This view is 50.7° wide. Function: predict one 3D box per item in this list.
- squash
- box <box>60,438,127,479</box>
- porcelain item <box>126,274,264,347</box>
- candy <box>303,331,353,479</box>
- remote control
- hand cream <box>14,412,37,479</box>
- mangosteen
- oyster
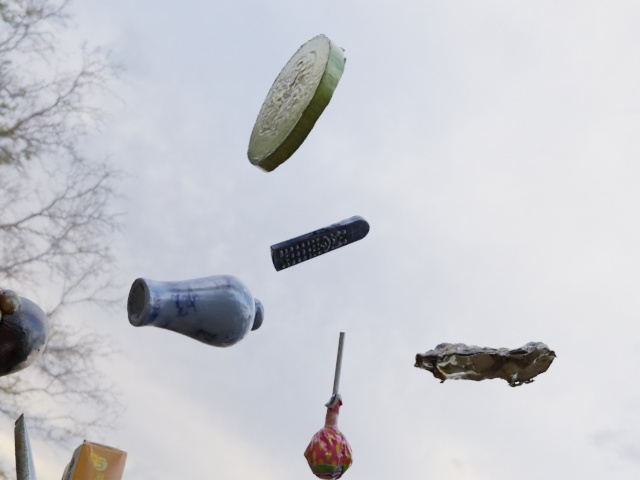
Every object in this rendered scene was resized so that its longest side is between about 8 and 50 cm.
[{"bbox_3d":[-0.041,-0.203,0.997,0.041,0.219,0.219,30,-32,-21],"label":"squash"},{"bbox_3d":[-0.432,0.515,1.179,0.091,0.274,0.221,20,-38,-19],"label":"box"},{"bbox_3d":[-0.224,0.128,1.258,0.259,0.141,0.141,11,-17,-40],"label":"porcelain item"},{"bbox_3d":[0.037,0.413,1.699,0.124,0.365,0.124,8,-12,2],"label":"candy"},{"bbox_3d":[0.000,0.001,0.975,0.027,0.152,0.043,53,-23,41],"label":"remote control"},{"bbox_3d":[-0.696,0.506,1.580,0.067,0.042,0.194,-47,-125,39],"label":"hand cream"},{"bbox_3d":[-0.715,0.196,1.490,0.194,0.194,0.230,7,-37,32],"label":"mangosteen"},{"bbox_3d":[0.330,0.236,1.358,0.345,0.079,0.129,6,-39,-24],"label":"oyster"}]
